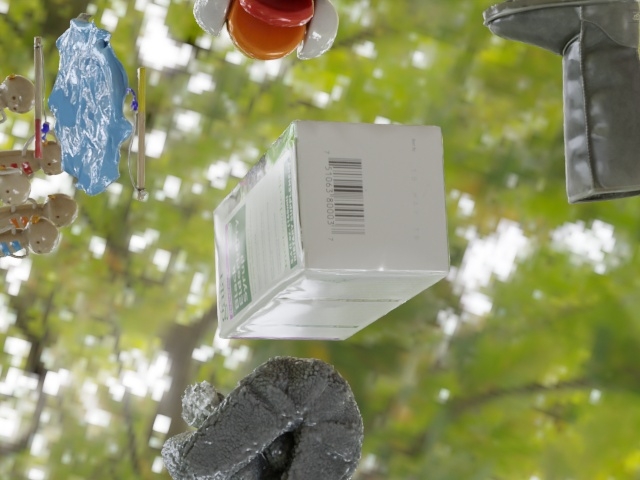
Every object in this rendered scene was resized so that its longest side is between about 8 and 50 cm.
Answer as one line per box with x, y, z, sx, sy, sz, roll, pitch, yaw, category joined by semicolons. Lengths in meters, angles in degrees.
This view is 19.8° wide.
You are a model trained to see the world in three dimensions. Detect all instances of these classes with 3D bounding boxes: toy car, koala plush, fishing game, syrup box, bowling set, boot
-0.048;-0.282;1.994;0.159;0.182;0.136;12;-171;-8;toy car
-0.066;0.226;2.037;0.196;0.203;0.221;38;164;-10;koala plush
-0.237;-0.143;1.928;0.041;0.189;0.264;-6;-168;-32;fishing game
0.000;0.000;1.175;0.096;0.093;0.237;1;167;-16;syrup box
-0.360;-0.032;2.106;0.154;0.287;0.200;-12;-123;8;bowling set
0.247;-0.140;1.796;0.189;0.209;0.076;-3;-175;44;boot
